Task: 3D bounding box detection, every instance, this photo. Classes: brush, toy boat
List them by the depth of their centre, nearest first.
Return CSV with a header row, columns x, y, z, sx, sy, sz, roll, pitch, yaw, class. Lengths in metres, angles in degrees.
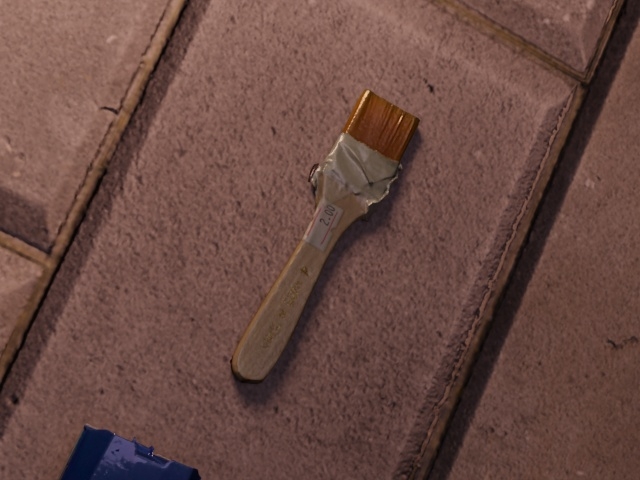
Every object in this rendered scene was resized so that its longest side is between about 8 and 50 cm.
x,y,z,sx,sy,sz,roll,pitch,yaw,class
-0.230,0.326,1.707,0.129,0.088,0.295,26,88,-17,toy boat
0.000,0.000,1.843,0.085,0.020,0.336,31,76,-15,brush
